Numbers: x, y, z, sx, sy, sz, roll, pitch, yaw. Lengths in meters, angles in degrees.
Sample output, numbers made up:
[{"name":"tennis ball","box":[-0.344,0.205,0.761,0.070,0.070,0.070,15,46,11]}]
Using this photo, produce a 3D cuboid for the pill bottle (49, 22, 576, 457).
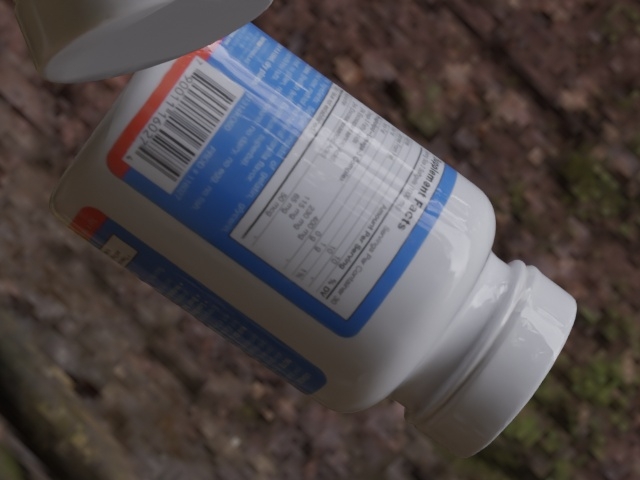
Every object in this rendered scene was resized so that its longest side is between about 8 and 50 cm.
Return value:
[{"name":"pill bottle","box":[0.000,0.000,0.885,0.221,0.124,0.124,36,10,-6]}]

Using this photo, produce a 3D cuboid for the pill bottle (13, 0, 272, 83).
[{"name":"pill bottle","box":[-0.084,-0.154,0.654,0.112,0.112,0.187,5,64,-76]}]
